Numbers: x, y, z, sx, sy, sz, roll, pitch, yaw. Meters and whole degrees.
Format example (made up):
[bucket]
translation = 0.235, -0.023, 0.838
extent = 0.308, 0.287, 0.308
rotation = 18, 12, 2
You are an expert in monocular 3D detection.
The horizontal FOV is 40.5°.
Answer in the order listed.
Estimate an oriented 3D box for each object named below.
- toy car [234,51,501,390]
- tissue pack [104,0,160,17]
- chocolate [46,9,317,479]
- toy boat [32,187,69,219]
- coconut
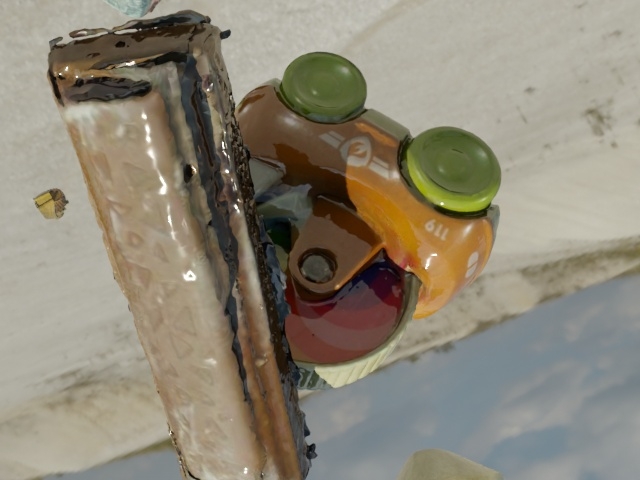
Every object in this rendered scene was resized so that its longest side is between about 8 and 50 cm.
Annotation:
[toy car]
translation = 0.000, 0.000, 0.644
extent = 0.235, 0.235, 0.145
rotation = -26, 158, -24
[tissue pack]
translation = -0.242, -0.402, 0.907
extent = 0.103, 0.228, 0.315
rotation = -59, -176, -27
[chocolate]
translation = -0.071, 0.035, 0.504
extent = 0.103, 0.329, 0.065
rotation = -7, -148, 4
[toy boat]
translation = -0.457, -0.063, 1.490
extent = 0.049, 0.047, 0.149
rotation = -26, -179, -11
[coconut]
translation = 0.188, 0.414, 1.274
extent = 0.202, 0.221, 0.202
rotation = -14, 156, -6
